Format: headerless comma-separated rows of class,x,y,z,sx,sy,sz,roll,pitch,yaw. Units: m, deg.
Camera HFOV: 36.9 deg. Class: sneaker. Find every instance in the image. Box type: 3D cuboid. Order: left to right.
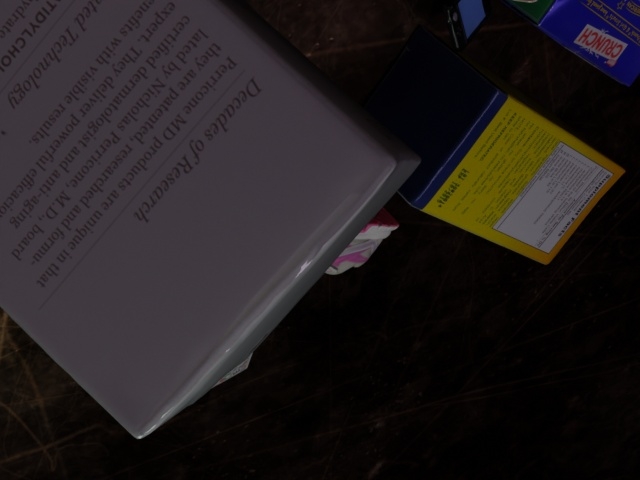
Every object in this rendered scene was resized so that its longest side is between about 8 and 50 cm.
sneaker,0.000,0.000,1.429,0.252,0.103,0.111,4,122,-37

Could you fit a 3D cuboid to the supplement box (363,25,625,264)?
supplement box,0.247,-0.130,1.419,0.356,0.195,0.194,20,113,-44

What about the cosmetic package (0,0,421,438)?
cosmetic package,-0.160,-0.088,0.940,0.327,0.393,0.329,-48,176,10

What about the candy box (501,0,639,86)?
candy box,0.436,-0.412,1.358,0.268,0.122,0.317,17,114,-44

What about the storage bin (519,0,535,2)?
storage bin,0.254,-0.458,1.101,0.260,0.123,0.262,-47,146,-17

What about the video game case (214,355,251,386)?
video game case,-0.179,0.180,1.442,0.206,0.026,0.227,-27,157,-30

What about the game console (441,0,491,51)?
game console,0.218,-0.325,1.275,0.122,0.071,0.107,-51,131,-40
